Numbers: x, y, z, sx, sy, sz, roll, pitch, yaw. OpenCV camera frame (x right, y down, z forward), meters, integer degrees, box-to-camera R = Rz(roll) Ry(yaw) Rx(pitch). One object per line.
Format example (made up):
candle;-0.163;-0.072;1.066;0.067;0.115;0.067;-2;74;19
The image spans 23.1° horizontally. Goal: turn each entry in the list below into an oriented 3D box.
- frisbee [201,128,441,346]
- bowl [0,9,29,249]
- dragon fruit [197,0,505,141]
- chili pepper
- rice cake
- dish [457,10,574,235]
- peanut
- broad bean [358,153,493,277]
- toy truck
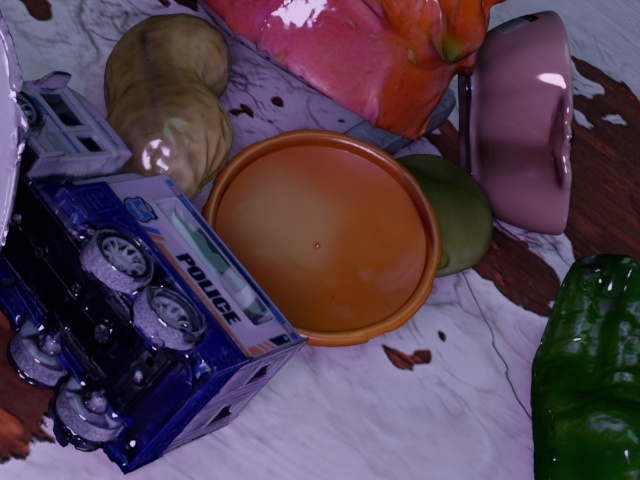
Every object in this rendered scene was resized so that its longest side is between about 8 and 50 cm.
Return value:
frisbee;0.000;0.000;1.232;0.192;0.035;0.192;4;61;-8
bowl;-0.324;-0.048;0.738;0.345;0.157;0.345;0;89;-19
dragon fruit;0.027;-0.233;1.333;0.291;0.189;0.290;32;19;-12
chili pepper;0.275;0.168;1.214;0.385;0.213;0.167;-89;162;-46
rice cake;0.059;-0.098;1.432;0.042;0.045;0.245;44;34;9
dish;0.173;-0.109;1.448;0.090;0.213;0.213;-2;42;-1
peanut;-0.121;-0.108;1.238;0.229;0.098;0.103;-91;159;-48
broad bean;0.085;-0.024;1.338;0.174;0.082;0.124;-13;57;-48
toy truck;-0.148;0.010;1.053;0.268;0.124;0.155;51;29;15
